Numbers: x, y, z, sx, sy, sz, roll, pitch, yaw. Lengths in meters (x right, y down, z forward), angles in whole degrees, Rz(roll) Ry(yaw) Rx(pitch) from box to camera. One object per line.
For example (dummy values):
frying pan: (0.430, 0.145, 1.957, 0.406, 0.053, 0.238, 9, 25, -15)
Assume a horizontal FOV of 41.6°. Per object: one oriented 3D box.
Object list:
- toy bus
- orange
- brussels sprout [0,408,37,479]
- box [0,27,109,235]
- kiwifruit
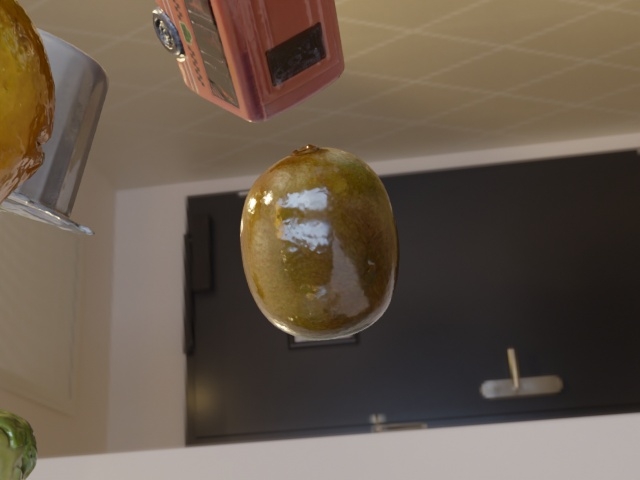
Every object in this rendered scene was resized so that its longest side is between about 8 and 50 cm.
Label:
toy bus: (-0.113, -0.376, 1.068, 0.233, 0.203, 0.427, 38, 153, 39)
orange: (-0.290, -0.096, 0.584, 0.193, 0.219, 0.219, 43, -162, -12)
brussels sprout: (-0.540, 0.323, 1.288, 0.223, 0.223, 0.161, 78, -155, -47)
box: (-0.395, -0.148, 1.044, 0.206, 0.291, 0.262, -70, -23, -10)
kiwifruit: (0.000, 0.000, 1.023, 0.196, 0.195, 0.234, -76, -18, -73)
